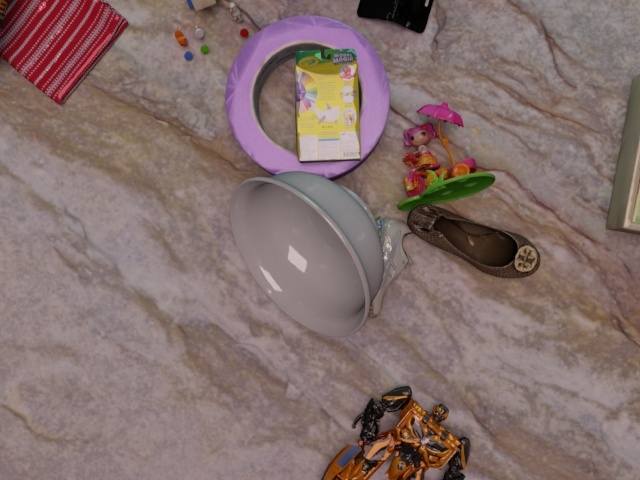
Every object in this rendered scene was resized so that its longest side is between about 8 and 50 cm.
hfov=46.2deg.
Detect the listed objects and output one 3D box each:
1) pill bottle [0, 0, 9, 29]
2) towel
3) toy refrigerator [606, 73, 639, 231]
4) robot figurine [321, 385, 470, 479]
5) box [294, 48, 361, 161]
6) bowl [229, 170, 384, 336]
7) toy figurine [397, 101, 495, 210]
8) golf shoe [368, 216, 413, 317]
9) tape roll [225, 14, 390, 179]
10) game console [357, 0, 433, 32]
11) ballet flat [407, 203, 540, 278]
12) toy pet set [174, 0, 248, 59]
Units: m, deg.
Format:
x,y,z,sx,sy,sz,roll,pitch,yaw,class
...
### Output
x,y,z,sx,sy,sz,roll,pitch,yaw,class
-0.582,-0.423,1.241,0.130,0.130,0.246,18,94,1,pill bottle
-0.503,-0.400,1.320,0.275,0.031,0.199,40,92,1,towel
0.568,-0.143,1.260,0.102,0.094,0.270,11,90,2,toy refrigerator
0.121,0.396,1.280,0.211,0.085,0.291,40,91,3,robot figurine
0.011,-0.217,1.213,0.105,0.043,0.179,-1,93,2,box
0.000,0.000,1.217,0.134,0.298,0.298,-38,89,-33,bowl
0.193,-0.152,1.279,0.173,0.130,0.159,-20,75,26,toy figurine
0.118,0.049,1.290,0.086,0.069,0.176,7,92,-4,golf shoe
-0.020,-0.235,1.279,0.274,0.090,0.275,0,90,1,tape roll
0.138,-0.435,1.311,0.107,0.071,0.122,15,92,-29,game console
0.266,0.001,1.276,0.249,0.058,0.084,23,85,-8,ballet flat
-0.201,-0.396,1.309,0.122,0.065,0.114,-20,125,4,toy pet set
